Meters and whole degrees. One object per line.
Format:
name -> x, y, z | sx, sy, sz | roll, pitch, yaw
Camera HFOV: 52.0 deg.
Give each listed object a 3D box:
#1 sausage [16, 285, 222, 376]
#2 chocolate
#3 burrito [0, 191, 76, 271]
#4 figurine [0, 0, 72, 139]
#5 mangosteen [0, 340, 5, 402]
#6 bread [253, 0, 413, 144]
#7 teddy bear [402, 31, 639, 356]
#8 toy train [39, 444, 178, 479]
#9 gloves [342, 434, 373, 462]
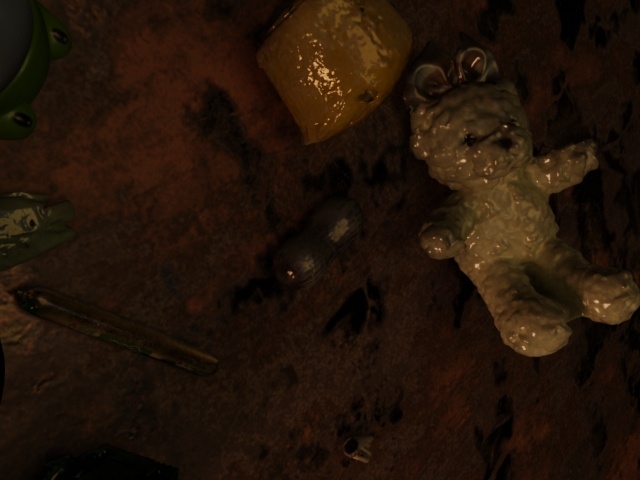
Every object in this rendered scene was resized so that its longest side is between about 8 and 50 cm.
sausage -> -0.210, 0.105, 0.726 | 0.269, 0.033, 0.033 | 33, 72, -40
chocolate -> 0.000, 0.000, 0.888 | 0.167, 0.072, 0.072 | -45, 122, -28
burrito -> -0.295, -0.014, 0.633 | 0.118, 0.044, 0.074 | -24, 105, -35
figurine -> -0.342, -0.184, 0.520 | 0.263, 0.143, 0.162 | 24, 71, -24
mangosteen -> -0.383, 0.092, 0.473 | 0.289, 0.231, 0.231 | 13, 83, -1
bread -> 0.014, -0.229, 0.818 | 0.170, 0.197, 0.197 | 47, 62, -20
teddy bear -> 0.290, -0.085, 0.993 | 0.327, 0.375, 0.362 | -21, 128, -11
toy train -> -0.263, 0.329, 0.593 | 0.330, 0.138, 0.178 | -26, 115, -53
gloves -> 0.057, 0.308, 0.986 | 0.044, 0.037, 0.081 | -44, 136, -1
